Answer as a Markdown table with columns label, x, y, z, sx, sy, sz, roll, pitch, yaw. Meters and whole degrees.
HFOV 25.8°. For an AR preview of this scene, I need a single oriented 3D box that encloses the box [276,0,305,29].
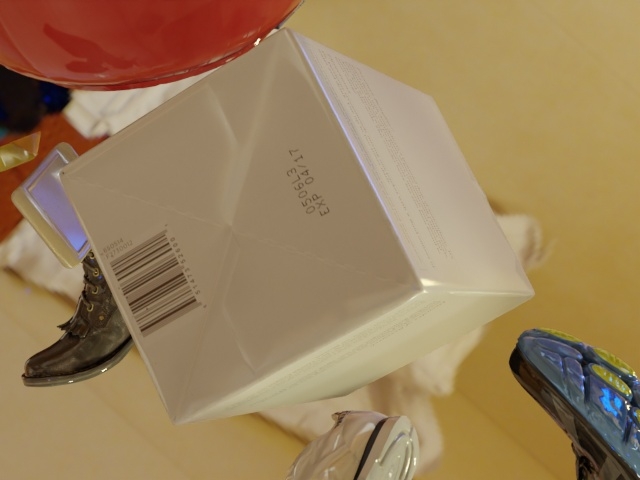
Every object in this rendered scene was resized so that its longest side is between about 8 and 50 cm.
| label | x | y | z | sx | sy | sz | roll | pitch | yaw |
| --- | --- | --- | --- | --- | --- | --- | --- | --- | --- |
| box | -0.014 | -0.225 | 1.017 | 0.137 | 0.027 | 0.094 | -55 | 156 | -50 |

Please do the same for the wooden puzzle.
| label | x | y | z | sx | sy | sz | roll | pitch | yaw |
| --- | --- | --- | --- | --- | --- | --- | --- | --- | --- |
| wooden puzzle | -0.178 | -0.025 | 0.966 | 0.014 | 0.116 | 0.078 | -23 | -164 | 34 |

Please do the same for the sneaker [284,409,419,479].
| label | x | y | z | sx | sy | sz | roll | pitch | yaw |
| --- | --- | --- | --- | --- | --- | --- | --- | --- | --- |
| sneaker | 0.001 | 0.249 | 1.278 | 0.235 | 0.095 | 0.090 | -50 | 135 | -38 |

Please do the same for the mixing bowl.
| label | x | y | z | sx | sy | sz | roll | pitch | yaw |
| --- | --- | --- | --- | --- | --- | --- | --- | --- | --- |
| mixing bowl | -0.064 | -0.111 | 0.449 | 0.181 | 0.181 | 0.098 | -47 | 136 | -43 |

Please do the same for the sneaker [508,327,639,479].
| label | x | y | z | sx | sy | sz | roll | pitch | yaw |
| --- | --- | --- | --- | --- | --- | --- | --- | --- | --- |
| sneaker | 0.150 | 0.128 | 0.694 | 0.078 | 0.188 | 0.067 | -36 | 178 | 30 |

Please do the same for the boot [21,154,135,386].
| label | x | y | z | sx | sy | sz | roll | pitch | yaw |
| --- | --- | --- | --- | --- | --- | --- | --- | --- | --- |
| boot | -0.258 | 0.017 | 1.556 | 0.263 | 0.229 | 0.091 | -31 | -163 | -21 |

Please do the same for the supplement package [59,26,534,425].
| label | x | y | z | sx | sy | sz | roll | pitch | yaw |
| --- | --- | --- | --- | --- | --- | --- | --- | --- | --- |
| supplement package | 0.000 | 0.000 | 0.926 | 0.175 | 0.177 | 0.293 | -30 | 167 | 17 |
